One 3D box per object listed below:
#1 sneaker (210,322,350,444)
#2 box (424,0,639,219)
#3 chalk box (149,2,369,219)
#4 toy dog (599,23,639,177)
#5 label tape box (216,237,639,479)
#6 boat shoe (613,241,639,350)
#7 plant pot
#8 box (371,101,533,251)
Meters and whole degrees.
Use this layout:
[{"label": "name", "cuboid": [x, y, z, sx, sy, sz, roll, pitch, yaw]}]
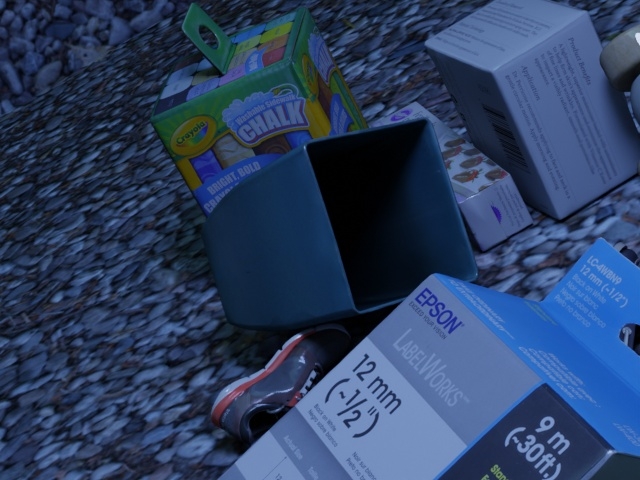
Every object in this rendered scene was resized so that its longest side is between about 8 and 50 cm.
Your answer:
[{"label": "sneaker", "cuboid": [-0.025, 0.142, 1.680, 0.158, 0.061, 0.065, -36, 51, -17]}, {"label": "box", "cuboid": [0.220, -0.142, 1.821, 0.119, 0.181, 0.182, -31, 22, -9]}, {"label": "chalk box", "cuboid": [-0.064, -0.136, 1.987, 0.179, 0.289, 0.180, -21, 24, 16]}, {"label": "toy dog", "cuboid": [0.419, -0.176, 1.661, 0.334, 0.220, 0.161, -40, -12, -10]}, {"label": "label tape box", "cuboid": [0.117, 0.145, 1.243, 0.347, 0.115, 0.249, -46, 38, 1]}, {"label": "boat shoe", "cuboid": [0.249, 0.073, 1.518, 0.065, 0.075, 0.206, 25, 34, 8]}, {"label": "plant pot", "cuboid": [0.000, 0.000, 1.748, 0.166, 0.165, 0.234, -14, -4, -39]}, {"label": "box", "cuboid": [0.137, -0.074, 1.924, 0.063, 0.067, 0.324, -29, 23, -4]}]
